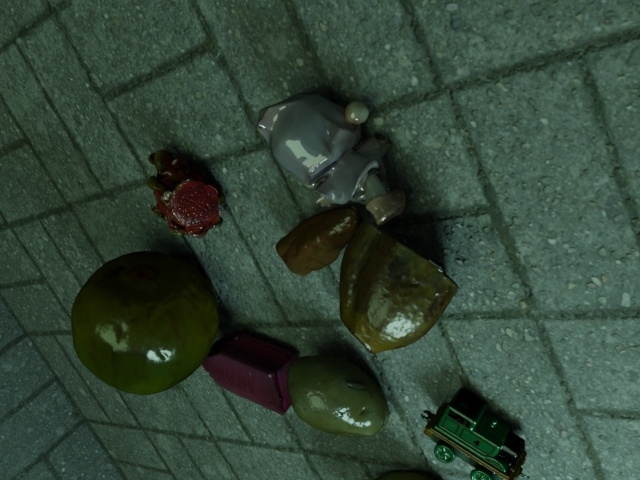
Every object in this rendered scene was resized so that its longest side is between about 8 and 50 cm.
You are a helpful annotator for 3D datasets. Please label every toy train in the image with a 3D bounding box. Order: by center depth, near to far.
[{"bbox_3d":[0.296,0.371,1.341,0.228,0.091,0.136,28,126,21],"label":"toy train"}]

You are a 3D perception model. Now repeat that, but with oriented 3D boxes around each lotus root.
[{"bbox_3d":[0.100,0.083,1.166,0.199,0.180,0.188,39,-179,9],"label":"lotus root"}]

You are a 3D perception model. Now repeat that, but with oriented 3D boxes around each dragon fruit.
[{"bbox_3d":[-0.286,-0.101,1.449,0.207,0.133,0.150,53,145,11],"label":"dragon fruit"}]

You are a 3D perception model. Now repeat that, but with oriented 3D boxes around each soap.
[{"bbox_3d":[-0.166,0.301,1.686,0.250,0.099,0.162,15,137,33],"label":"soap"}]

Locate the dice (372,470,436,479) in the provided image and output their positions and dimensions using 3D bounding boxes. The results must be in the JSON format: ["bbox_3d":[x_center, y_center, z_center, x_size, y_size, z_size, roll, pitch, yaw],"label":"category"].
[{"bbox_3d":[0.185,0.670,1.563,0.238,0.233,0.226,-17,110,48],"label":"dice"}]

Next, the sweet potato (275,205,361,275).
[{"bbox_3d":[0.000,0.000,1.297,0.097,0.097,0.252,52,144,-5],"label":"sweet potato"}]

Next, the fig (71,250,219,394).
[{"bbox_3d":[-0.405,0.202,1.633,0.343,0.343,0.343,23,134,26],"label":"fig"}]

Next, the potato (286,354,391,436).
[{"bbox_3d":[0.034,0.328,1.487,0.235,0.160,0.178,26,176,4],"label":"potato"}]

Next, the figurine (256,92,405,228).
[{"bbox_3d":[0.022,-0.131,1.145,0.276,0.133,0.200,42,136,6],"label":"figurine"}]
